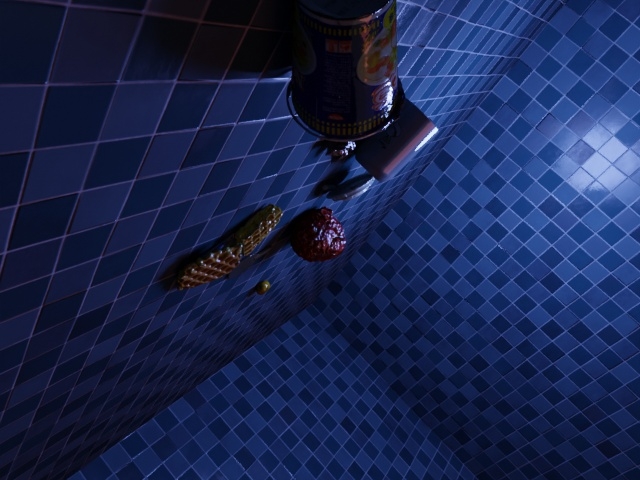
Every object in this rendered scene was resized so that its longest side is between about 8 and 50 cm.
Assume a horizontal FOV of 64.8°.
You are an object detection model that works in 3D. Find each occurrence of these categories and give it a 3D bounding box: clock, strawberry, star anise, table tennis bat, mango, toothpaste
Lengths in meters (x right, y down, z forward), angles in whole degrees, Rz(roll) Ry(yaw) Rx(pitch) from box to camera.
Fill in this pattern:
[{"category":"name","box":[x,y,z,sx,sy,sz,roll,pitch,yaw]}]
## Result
[{"category":"clock","box":[0.138,-0.223,2.186,0.236,0.053,0.236,-26,-166,7]},{"category":"strawberry","box":[0.005,-0.015,2.259,0.274,0.220,0.274,-46,151,-36]},{"category":"star anise","box":[0.085,-0.357,1.760,0.197,0.073,0.212,-43,166,-22]},{"category":"table tennis bat","box":[-0.298,0.087,2.119,0.234,0.022,0.131,-35,164,-32]},{"category":"mango","box":[-0.295,0.243,2.580,0.079,0.057,0.114,-45,177,-18]},{"category":"toothpaste","box":[-0.344,0.019,1.716,0.140,0.021,0.037,-41,166,-31]}]

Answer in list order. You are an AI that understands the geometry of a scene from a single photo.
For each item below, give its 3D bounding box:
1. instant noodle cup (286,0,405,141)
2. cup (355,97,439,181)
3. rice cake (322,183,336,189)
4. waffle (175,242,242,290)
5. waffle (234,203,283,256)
[{"category":"instant noodle cup","box":[0.053,-0.410,1.060,0.284,0.284,0.312,-42,160,-15]},{"category":"cup","box":[0.298,-0.396,2.030,0.312,0.205,0.205,-47,168,11]},{"category":"rice cake","box":[0.040,-0.229,2.171,0.022,0.022,0.121,-36,171,23]},{"category":"waffle","box":[-0.377,0.089,1.699,0.237,0.059,0.243,-21,163,-34]},{"category":"waffle","box":[-0.218,-0.047,1.820,0.211,0.055,0.160,-45,170,-22]}]
